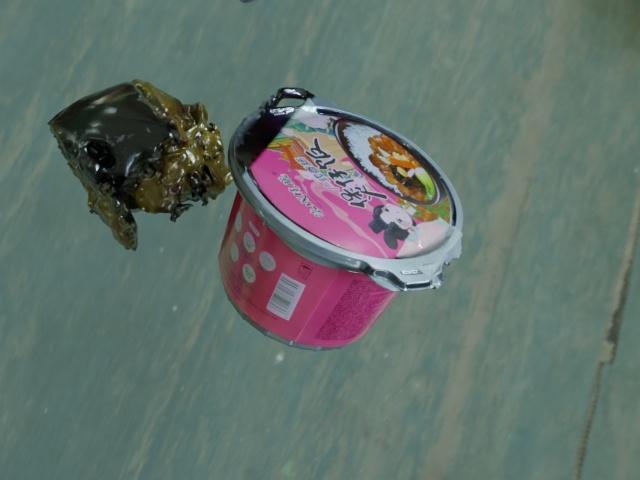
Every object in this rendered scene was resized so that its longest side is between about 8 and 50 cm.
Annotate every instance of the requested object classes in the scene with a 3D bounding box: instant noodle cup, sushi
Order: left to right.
[{"bbox_3d":[-0.222,-0.111,1.613,0.204,0.213,0.200,-31,85,-12],"label":"sushi"},{"bbox_3d":[0.000,0.000,1.321,0.258,0.182,0.302,6,41,-25],"label":"instant noodle cup"}]

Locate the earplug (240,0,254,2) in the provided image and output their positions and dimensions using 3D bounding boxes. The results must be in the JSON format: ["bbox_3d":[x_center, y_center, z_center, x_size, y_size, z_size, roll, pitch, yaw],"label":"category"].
[{"bbox_3d":[0.091,-0.436,1.450,0.455,0.215,0.215,-16,70,-10],"label":"earplug"}]
